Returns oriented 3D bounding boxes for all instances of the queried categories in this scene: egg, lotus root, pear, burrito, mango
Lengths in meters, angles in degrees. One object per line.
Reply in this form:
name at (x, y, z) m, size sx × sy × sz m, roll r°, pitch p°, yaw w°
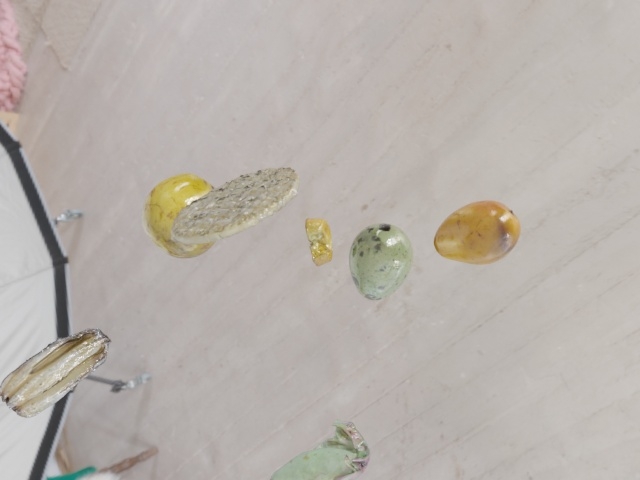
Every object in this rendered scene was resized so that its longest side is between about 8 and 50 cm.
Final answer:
egg at (0.164, 0.062, 1.535) m, size 0.177 × 0.177 × 0.228 m, roll 24°, pitch 118°, yaw 32°
lotus root at (-0.799, 0.381, 1.689) m, size 0.078 × 0.329 × 0.167 m, roll 11°, pitch 131°, yaw 57°
pear at (-0.444, -0.080, 1.820) m, size 0.280 × 0.280 × 0.281 m, roll 3°, pitch 95°, yaw 36°
burrito at (0.002, 0.474, 1.115) m, size 0.229 × 0.089 × 0.144 m, roll -41°, pitch 36°, yaw 8°
mango at (0.341, -0.015, 1.242) m, size 0.219 × 0.112 × 0.145 m, roll -12°, pitch 60°, yaw 51°

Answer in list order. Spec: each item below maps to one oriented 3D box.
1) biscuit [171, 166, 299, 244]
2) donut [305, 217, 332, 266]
biscuit at (-0.091, -0.039, 0.602) m, size 0.152 × 0.152 × 0.020 m, roll -3°, pitch 122°, yaw 36°
donut at (0.000, 0.000, 1.209) m, size 0.043 × 0.097 × 0.108 m, roll -10°, pitch 102°, yaw 12°
